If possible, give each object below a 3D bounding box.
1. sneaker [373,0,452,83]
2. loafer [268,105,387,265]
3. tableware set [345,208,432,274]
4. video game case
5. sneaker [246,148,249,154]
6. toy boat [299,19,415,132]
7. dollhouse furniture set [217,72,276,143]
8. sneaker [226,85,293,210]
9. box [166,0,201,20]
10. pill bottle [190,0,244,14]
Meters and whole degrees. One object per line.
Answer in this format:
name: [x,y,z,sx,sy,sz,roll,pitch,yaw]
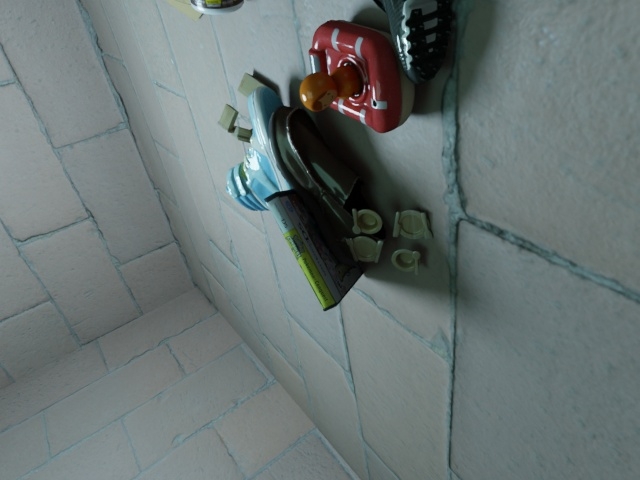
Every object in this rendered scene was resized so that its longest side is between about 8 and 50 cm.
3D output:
sneaker: [0.110,-0.330,0.602,0.106,0.078,0.234,32,142,58]
loafer: [0.031,-0.125,0.936,0.130,0.134,0.366,-21,108,39]
tableware set: [0.128,-0.002,0.869,0.169,0.020,0.141,8,129,17]
video game case: [0.000,0.000,0.991,0.248,0.035,0.275,62,-161,-1]
sneaker: [-0.163,-0.211,1.243,0.162,0.073,0.063,40,148,38]
toy boat: [0.036,-0.249,0.718,0.231,0.151,0.151,40,151,42]
dollhouse furniture set: [-0.153,-0.326,1.163,0.144,0.123,0.151,43,115,35]
sneaker: [-0.161,-0.197,1.089,0.208,0.127,0.319,-2,122,24]
box: [-0.352,-0.631,1.118,0.164,0.021,0.201,29,170,-29]
pill bottle: [-0.223,-0.585,0.914,0.117,0.117,0.215,44,151,33]
